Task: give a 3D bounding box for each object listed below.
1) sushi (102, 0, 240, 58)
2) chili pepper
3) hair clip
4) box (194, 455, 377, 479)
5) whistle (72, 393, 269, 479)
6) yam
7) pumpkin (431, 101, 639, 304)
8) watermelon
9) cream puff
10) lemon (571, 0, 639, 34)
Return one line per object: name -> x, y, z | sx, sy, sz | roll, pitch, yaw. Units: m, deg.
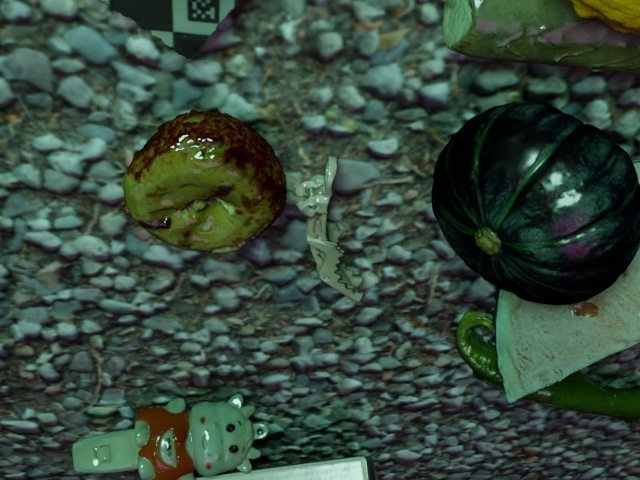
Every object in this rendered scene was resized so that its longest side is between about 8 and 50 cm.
sushi -> -0.114, -0.237, 0.566 | 0.219, 0.047, 0.231 | 31, 129, -26
chili pepper -> 0.304, 0.177, 1.121 | 0.359, 0.076, 0.085 | 23, 158, -30
hair clip -> 0.000, 0.000, 0.897 | 0.072, 0.034, 0.226 | -7, 142, 7
box -> -0.096, 0.354, 1.230 | 0.343, 0.065, 0.200 | -9, 166, 4
whistle -> -0.192, 0.261, 1.136 | 0.253, 0.102, 0.106 | -6, 144, -3
yam -> 0.284, -0.167, 0.697 | 0.371, 0.083, 0.083 | 0, 140, -5
pumpkin -> 0.188, -0.029, 0.776 | 0.150, 0.194, 0.194 | -11, 145, -26
watermelon -> 0.301, 0.045, 0.870 | 0.224, 0.180, 0.305 | 36, 128, -21
cream puff -> -0.103, -0.055, 0.781 | 0.149, 0.084, 0.149 | 0, 139, 0
lemon -> 0.232, -0.207, 0.588 | 0.187, 0.142, 0.142 | -1, 140, -3
